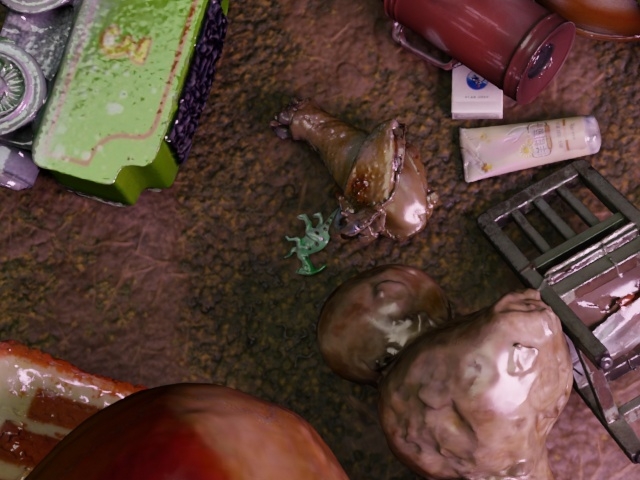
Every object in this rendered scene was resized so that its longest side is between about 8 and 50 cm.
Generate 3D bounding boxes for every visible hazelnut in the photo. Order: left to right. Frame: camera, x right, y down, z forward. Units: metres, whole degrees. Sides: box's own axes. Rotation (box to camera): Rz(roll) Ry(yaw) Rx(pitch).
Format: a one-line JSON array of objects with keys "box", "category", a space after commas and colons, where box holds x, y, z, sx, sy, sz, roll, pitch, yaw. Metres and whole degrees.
[{"box": [-0.109, 0.300, 0.991, 0.365, 0.366, 0.366, -2, 77, 8], "category": "hazelnut"}]

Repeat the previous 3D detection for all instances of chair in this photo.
[{"box": [0.275, 0.060, 1.125, 0.136, 0.147, 0.270, -30, 32, -2], "category": "chair"}]

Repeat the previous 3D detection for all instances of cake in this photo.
[{"box": [-0.234, 0.197, 1.138, 0.262, 0.159, 0.158, 13, 76, 9], "category": "cake"}]

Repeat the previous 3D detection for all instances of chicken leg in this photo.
[{"box": [0.037, -0.082, 1.205, 0.125, 0.080, 0.196, -30, 70, 1], "category": "chicken leg"}]

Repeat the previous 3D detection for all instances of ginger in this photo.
[{"box": [0.130, 0.195, 1.067, 0.256, 0.176, 0.375, -18, 84, 46], "category": "ginger"}]

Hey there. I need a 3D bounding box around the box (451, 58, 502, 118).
[{"box": [0.164, -0.169, 1.233, 0.054, 0.024, 0.083, 1, 77, 7], "category": "box"}]

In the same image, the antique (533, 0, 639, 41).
[{"box": [0.324, -0.322, 1.190, 0.278, 0.129, 0.223, -21, 75, 1], "category": "antique"}]

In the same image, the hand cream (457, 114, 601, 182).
[{"box": [0.212, -0.100, 1.206, 0.143, 0.039, 0.061, -9, 77, 11], "category": "hand cream"}]

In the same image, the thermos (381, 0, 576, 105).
[{"box": [0.133, -0.232, 1.194, 0.232, 0.099, 0.124, 36, 127, 22], "category": "thermos"}]

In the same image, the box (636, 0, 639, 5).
[{"box": [0.398, -0.237, 1.114, 0.173, 0.043, 0.311, -46, 113, -4], "category": "box"}]

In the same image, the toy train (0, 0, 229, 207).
[{"box": [-0.236, -0.183, 1.225, 0.248, 0.173, 0.307, 16, 80, 2], "category": "toy train"}]

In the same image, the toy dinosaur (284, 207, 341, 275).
[{"box": [0.000, 0.000, 1.219, 0.083, 0.021, 0.062, -19, 76, 5], "category": "toy dinosaur"}]
